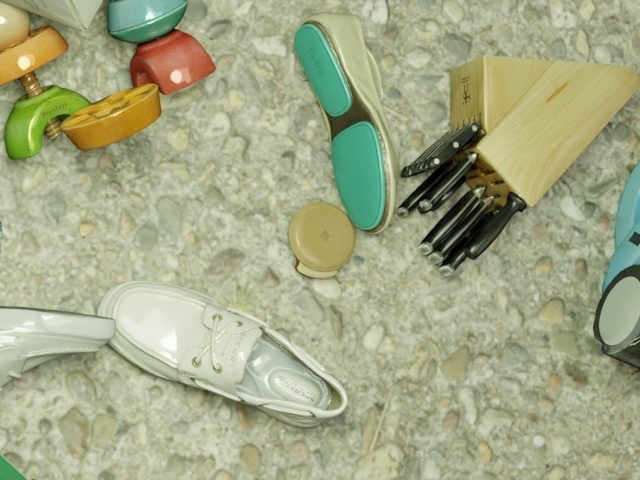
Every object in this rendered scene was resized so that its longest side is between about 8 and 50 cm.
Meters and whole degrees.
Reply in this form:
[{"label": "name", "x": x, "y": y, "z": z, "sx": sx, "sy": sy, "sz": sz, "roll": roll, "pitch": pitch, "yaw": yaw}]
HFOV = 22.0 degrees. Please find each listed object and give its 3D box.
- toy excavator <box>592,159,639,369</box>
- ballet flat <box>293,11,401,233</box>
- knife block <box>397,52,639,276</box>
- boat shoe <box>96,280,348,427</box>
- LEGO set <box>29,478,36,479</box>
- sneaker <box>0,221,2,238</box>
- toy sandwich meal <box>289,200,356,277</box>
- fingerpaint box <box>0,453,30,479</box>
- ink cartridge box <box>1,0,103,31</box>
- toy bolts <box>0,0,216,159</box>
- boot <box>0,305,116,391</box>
[{"label": "toy excavator", "x": 0.464, "y": -0.095, "z": 1.887, "sx": 0.222, "sy": 0.445, "sz": 0.433, "roll": 20, "pitch": 119, "yaw": -19}, {"label": "ballet flat", "x": 0.046, "y": -0.132, "z": 1.793, "sx": 0.086, "sy": 0.086, "sz": 0.248, "roll": -16, "pitch": 89, "yaw": -22}, {"label": "knife block", "x": 0.224, "y": -0.080, "z": 1.847, "sx": 0.276, "sy": 0.088, "sz": 0.242, "roll": 1, "pitch": 84, "yaw": -21}, {"label": "boat shoe", "x": -0.093, "y": 0.112, "z": 1.697, "sx": 0.277, "sy": 0.096, "sz": 0.098, "roll": 23, "pitch": 77, "yaw": -17}, {"label": "LEGO set", "x": -0.325, "y": 0.356, "z": 1.603, "sx": 0.182, "sy": 0.060, "sz": 0.244, "roll": 46, "pitch": 70, "yaw": -15}, {"label": "sneaker", "x": -0.378, "y": 0.014, "z": 1.623, "sx": 0.135, "sy": 0.052, "sz": 0.058, "roll": -8, "pitch": 94, "yaw": -20}, {"label": "toy sandwich meal", "x": 0.000, "y": 0.000, "z": 1.783, "sx": 0.085, "sy": 0.029, "sz": 0.085, "roll": 4, "pitch": 79, "yaw": -20}, {"label": "fingerpaint box", "x": -0.373, "y": 0.368, "z": 1.444, "sx": 0.445, "sy": 0.163, "sz": 0.371, "roll": 47, "pitch": 65, "yaw": -14}, {"label": "ink cartridge box", "x": -0.309, "y": -0.346, "z": 1.588, "sx": 0.273, "sy": 0.114, "sz": 0.197, "roll": 21, "pitch": 74, "yaw": 17}, {"label": "toy bolts", "x": -0.218, "y": -0.199, "z": 1.628, "sx": 0.228, "sy": 0.218, "sz": 0.158, "roll": -32, "pitch": 110, "yaw": -28}, {"label": "boot", "x": -0.332, "y": 0.127, "z": 1.615, "sx": 0.258, "sy": 0.095, "sz": 0.123, "roll": 2, "pitch": 89, "yaw": -13}]
